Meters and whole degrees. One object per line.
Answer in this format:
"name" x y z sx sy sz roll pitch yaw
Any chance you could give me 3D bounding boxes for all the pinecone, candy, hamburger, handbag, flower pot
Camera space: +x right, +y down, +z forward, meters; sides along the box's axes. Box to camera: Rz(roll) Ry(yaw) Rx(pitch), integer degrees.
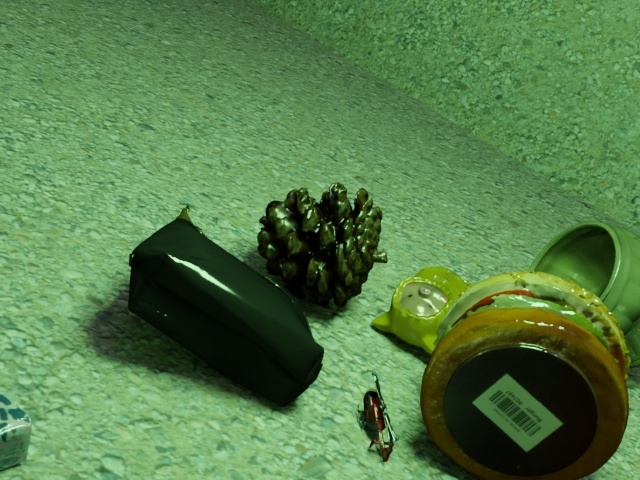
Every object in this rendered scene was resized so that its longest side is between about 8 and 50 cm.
"pinecone" 0.002 0.013 1.606 0.257 0.244 0.243 -14 8 29
"candy" -0.430 0.235 0.980 0.092 0.073 0.160 34 28 26
"hamburger" 0.333 0.220 1.362 0.329 0.330 0.250 25 24 4
"handbag" -0.157 0.091 1.375 0.342 0.152 0.288 37 15 -15
"flower pot" 0.615 0.128 1.814 0.244 0.307 0.307 30 21 -22

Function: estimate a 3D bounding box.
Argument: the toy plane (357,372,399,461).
"toy plane" 0.092 0.286 1.328 0.037 0.060 0.145 12 43 -22

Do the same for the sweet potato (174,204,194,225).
"sweet potato" -0.254 0.049 1.496 0.074 0.075 0.270 14 42 -19

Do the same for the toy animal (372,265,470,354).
"toy animal" 0.217 0.130 1.657 0.156 0.156 0.229 32 37 20
